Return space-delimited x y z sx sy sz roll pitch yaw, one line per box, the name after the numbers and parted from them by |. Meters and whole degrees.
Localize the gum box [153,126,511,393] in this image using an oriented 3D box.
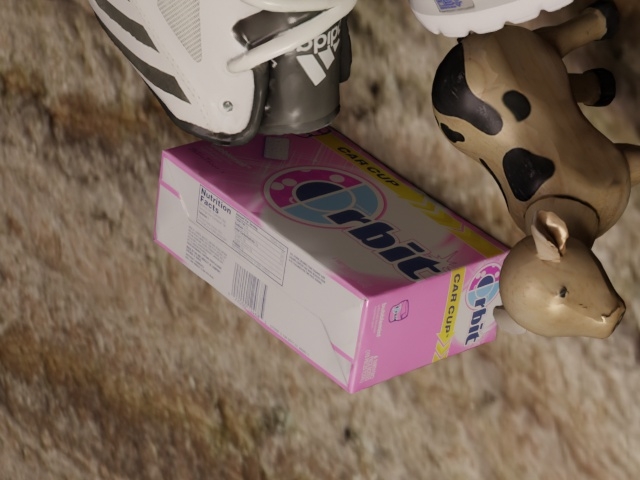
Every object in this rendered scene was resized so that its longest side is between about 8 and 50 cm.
0.000 0.000 1.109 0.188 0.107 0.062 36 129 38 | gum box

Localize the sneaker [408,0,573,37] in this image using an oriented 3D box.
0.131 -0.175 0.808 0.281 0.105 0.115 -22 125 28 | sneaker

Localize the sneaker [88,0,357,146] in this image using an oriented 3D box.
0.011 -0.191 1.021 0.447 0.169 0.257 -2 116 51 | sneaker

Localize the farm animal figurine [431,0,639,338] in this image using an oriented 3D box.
0.182 0.017 0.837 0.330 0.172 0.327 -2 102 51 | farm animal figurine
